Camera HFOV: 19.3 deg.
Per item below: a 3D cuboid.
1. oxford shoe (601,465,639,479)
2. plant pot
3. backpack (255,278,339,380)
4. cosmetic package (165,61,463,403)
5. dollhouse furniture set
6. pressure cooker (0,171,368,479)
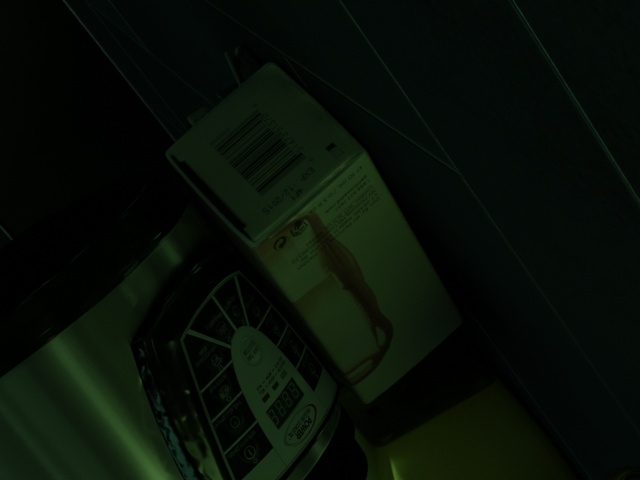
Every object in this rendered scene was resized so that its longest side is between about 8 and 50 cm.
[{"bbox_3d":[0.322,0.301,1.371,0.348,0.123,0.130,52,148,-16],"label":"oxford shoe"},{"bbox_3d":[0.125,0.223,1.920,0.187,0.212,0.212,67,168,-25],"label":"plant pot"},{"bbox_3d":[0.002,0.067,1.899,0.158,0.117,0.173,59,-160,-61],"label":"backpack"},{"bbox_3d":[0.000,0.000,1.667,0.153,0.129,0.296,44,173,38],"label":"cosmetic package"},{"bbox_3d":[-0.064,-0.118,1.720,0.114,0.091,0.081,51,-169,-50],"label":"dollhouse furniture set"},{"bbox_3d":[-0.163,0.194,1.692,0.420,0.370,0.375,55,178,-12],"label":"pressure cooker"}]
